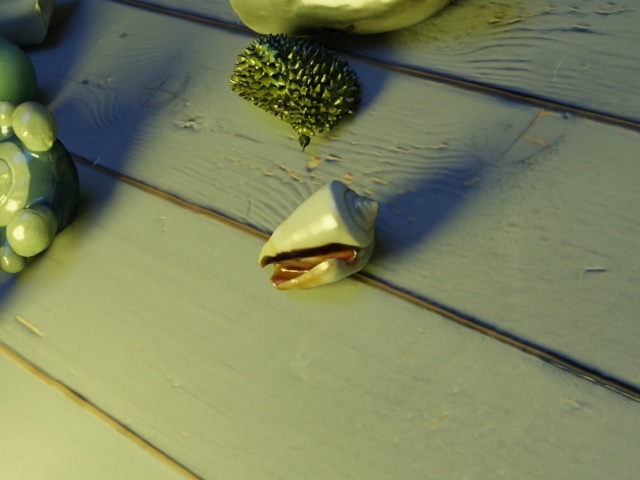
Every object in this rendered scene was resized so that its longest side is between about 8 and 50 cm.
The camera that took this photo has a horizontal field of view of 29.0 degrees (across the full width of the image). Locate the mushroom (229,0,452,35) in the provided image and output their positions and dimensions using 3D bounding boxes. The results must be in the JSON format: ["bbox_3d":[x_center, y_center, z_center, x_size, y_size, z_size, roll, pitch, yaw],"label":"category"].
[{"bbox_3d":[0.054,-0.341,1.571,0.397,0.177,0.126,6,47,33],"label":"mushroom"}]

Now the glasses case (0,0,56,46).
[{"bbox_3d":[-0.542,-0.370,2.057,0.308,0.083,0.128,-3,44,32],"label":"glasses case"}]

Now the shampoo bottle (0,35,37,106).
[{"bbox_3d":[-0.595,-0.225,1.878,0.349,0.222,0.151,-5,86,18],"label":"shampoo bottle"}]

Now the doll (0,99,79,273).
[{"bbox_3d":[-0.444,-0.066,1.641,0.258,0.154,0.228,-5,86,16],"label":"doll"}]

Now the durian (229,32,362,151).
[{"bbox_3d":[-0.035,-0.209,1.564,0.137,0.095,0.221,-40,47,-5],"label":"durian"}]

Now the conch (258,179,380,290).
[{"bbox_3d":[-0.005,0.000,1.347,0.176,0.094,0.104,-23,82,20],"label":"conch"}]
